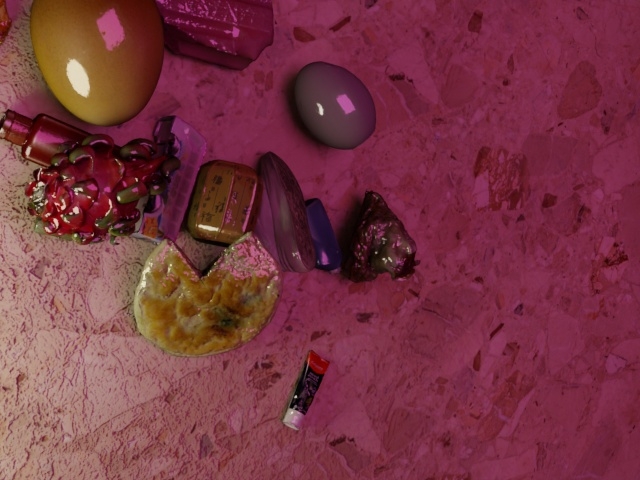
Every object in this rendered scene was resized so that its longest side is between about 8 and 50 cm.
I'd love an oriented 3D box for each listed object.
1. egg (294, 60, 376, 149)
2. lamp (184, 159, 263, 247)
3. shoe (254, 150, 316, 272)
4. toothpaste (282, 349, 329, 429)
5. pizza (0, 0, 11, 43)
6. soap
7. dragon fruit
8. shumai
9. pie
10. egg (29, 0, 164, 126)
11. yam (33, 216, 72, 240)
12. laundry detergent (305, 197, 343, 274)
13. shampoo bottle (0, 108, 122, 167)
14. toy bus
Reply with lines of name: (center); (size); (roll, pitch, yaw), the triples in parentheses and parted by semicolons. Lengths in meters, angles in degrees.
egg: (0.032, -0.332, 1.848); (0.176, 0.176, 0.231); (-46, 108, -26)
lamp: (-0.215, -0.081, 1.694); (0.161, 0.161, 0.184); (15, 80, -34)
shoe: (-0.120, -0.047, 1.787); (0.124, 0.159, 0.316); (30, 38, -57)
toothpaste: (-0.038, 0.372, 1.884); (0.071, 0.045, 0.193); (40, 63, -28)
pizza: (-0.661, -0.408, 1.441); (0.182, 0.063, 0.161); (-27, 111, -33)
soap: (-0.252, -0.515, 1.681); (0.325, 0.127, 0.220); (5, 88, -35)
dragon fruit: (-0.423, -0.109, 1.466); (0.273, 0.198, 0.218); (-43, 74, 1)
shumai: (0.171, 0.010, 1.933); (0.186, 0.184, 0.218); (17, 57, 2)
pie: (-0.241, 0.128, 1.645); (0.338, 0.075, 0.337); (-6, 116, -13)
egg: (-0.432, -0.386, 1.483); (0.250, 0.250, 0.322); (-16, 106, -34)
yam: (-0.534, -0.025, 1.540); (0.094, 0.043, 0.043); (20, 79, -33)
laundry detergent: (-0.001, 0.000, 1.896); (0.097, 0.061, 0.206); (-41, 113, -40)
shampoo bottle: (-0.518, -0.186, 1.536); (0.260, 0.064, 0.102); (24, 85, -32)
toy bus: (-0.339, -0.128, 1.645); (0.112, 0.090, 0.273); (25, 76, -38)
